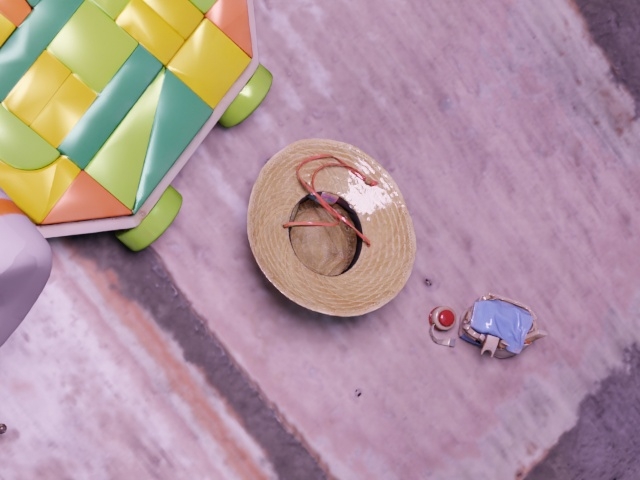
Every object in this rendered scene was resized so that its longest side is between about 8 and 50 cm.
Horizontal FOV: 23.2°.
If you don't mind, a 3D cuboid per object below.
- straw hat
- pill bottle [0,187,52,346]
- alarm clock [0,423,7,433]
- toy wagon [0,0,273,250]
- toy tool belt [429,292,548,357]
[{"bbox_3d":[0.000,0.000,1.186,0.145,0.061,0.144,8,65,-19],"label":"straw hat"},{"bbox_3d":[-0.373,-0.061,0.970,0.224,0.224,0.392,-41,82,-16],"label":"pill bottle"},{"bbox_3d":[-0.318,0.090,1.085,0.129,0.064,0.192,-39,93,-16],"label":"alarm clock"},{"bbox_3d":[-0.154,-0.171,1.127,0.267,0.068,0.344,41,75,-21],"label":"toy wagon"},{"bbox_3d":[0.132,0.066,1.223,0.083,0.051,0.052,13,81,-14],"label":"toy tool belt"}]
